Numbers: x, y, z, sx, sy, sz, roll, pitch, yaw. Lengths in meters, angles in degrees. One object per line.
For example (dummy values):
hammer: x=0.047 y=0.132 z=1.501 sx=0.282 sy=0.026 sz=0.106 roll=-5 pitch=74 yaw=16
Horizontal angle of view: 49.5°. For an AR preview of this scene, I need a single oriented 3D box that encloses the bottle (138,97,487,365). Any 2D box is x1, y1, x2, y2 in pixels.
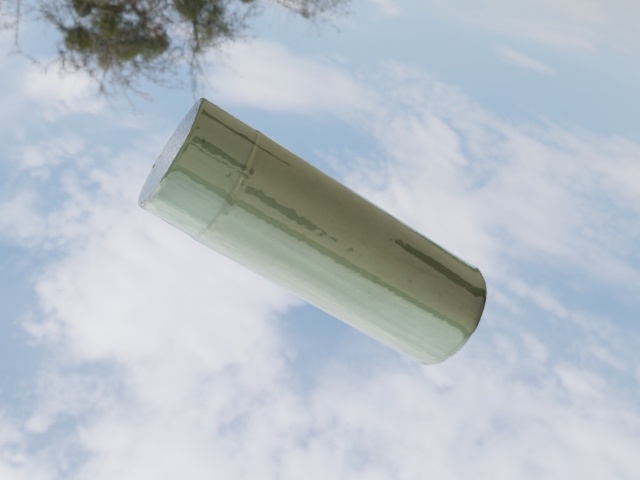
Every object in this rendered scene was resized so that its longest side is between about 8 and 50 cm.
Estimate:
bottle: x=0.000 y=0.000 z=0.405 sx=0.202 sy=0.072 sz=0.072 roll=31 pitch=-156 yaw=-20
